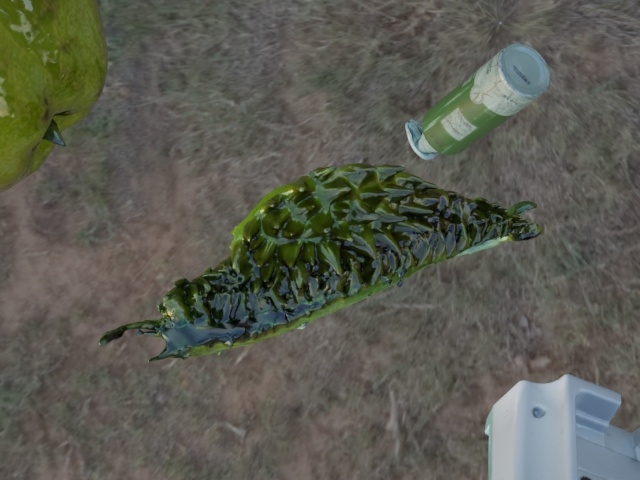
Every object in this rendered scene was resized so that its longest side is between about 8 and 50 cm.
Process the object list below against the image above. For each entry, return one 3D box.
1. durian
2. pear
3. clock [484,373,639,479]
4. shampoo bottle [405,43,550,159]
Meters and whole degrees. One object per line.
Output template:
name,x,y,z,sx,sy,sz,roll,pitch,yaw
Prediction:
durian,0.003,0.006,0.752,0.375,0.132,0.106,-15,83,-25
pear,-0.317,-0.163,0.725,0.321,0.269,0.269,32,106,-5
clock,0.302,0.270,1.002,0.262,0.231,0.116,21,128,-7
shampoo bottle,0.157,-0.138,1.064,0.065,0.204,0.065,8,70,-23
